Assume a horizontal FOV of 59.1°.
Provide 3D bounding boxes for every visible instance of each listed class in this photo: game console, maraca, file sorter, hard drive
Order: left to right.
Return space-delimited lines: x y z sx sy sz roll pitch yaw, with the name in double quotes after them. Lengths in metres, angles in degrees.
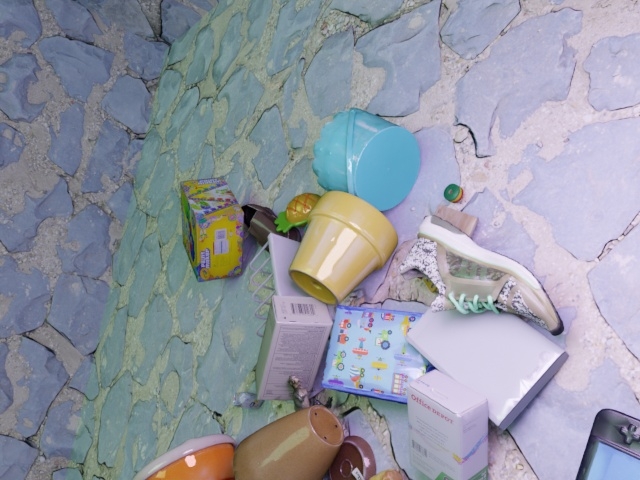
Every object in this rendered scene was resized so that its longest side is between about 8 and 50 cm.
-0.102 0.154 1.746 0.173 0.193 0.277 -46 39 33 "file sorter"
-0.073 -0.093 1.894 0.186 0.099 0.127 -31 38 10 "maraca"
0.351 0.233 1.242 0.203 0.040 0.307 -49 42 0 "hard drive"
0.497 0.442 0.904 0.250 0.173 0.293 16 85 52 "game console"

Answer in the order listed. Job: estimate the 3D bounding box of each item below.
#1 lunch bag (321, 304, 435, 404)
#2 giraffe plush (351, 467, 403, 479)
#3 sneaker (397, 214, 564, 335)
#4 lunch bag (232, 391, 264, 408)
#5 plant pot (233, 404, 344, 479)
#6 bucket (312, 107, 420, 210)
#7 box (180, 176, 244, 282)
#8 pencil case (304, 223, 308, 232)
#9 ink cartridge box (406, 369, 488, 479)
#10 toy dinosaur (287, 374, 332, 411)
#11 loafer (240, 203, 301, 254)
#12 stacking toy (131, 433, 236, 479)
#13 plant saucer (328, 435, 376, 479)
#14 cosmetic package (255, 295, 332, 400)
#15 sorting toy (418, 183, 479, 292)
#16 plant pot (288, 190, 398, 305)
0.170 0.290 1.430 0.293 0.138 0.220 -2 69 41 "lunch bag"
0.094 0.609 1.296 0.210 0.170 0.181 27 94 42 "giraffe plush"
0.330 0.111 1.227 0.182 0.158 0.410 -49 45 -4 "sneaker"
-0.236 0.523 1.844 0.083 0.071 0.053 -24 54 42 "lunch bag"
-0.060 0.556 1.484 0.254 0.237 0.237 -47 43 24 "plant pot"
0.133 -0.222 1.593 0.183 0.281 0.281 31 98 48 "bucket"
-0.418 -0.046 2.158 0.279 0.177 0.289 -126 34 -48 "box"
0.000 0.000 1.808 0.064 0.070 0.151 90 162 -45 "pencil case"
0.268 0.406 1.192 0.154 0.093 0.212 20 123 53 "ink cartridge box"
-0.027 0.485 1.586 0.118 0.064 0.268 4 113 22 "toy dinosaur"
-0.197 -0.031 2.008 0.366 0.130 0.133 35 102 52 "loafer"
-0.336 0.862 1.679 0.350 0.351 0.479 -46 60 27 "stacking toy"
0.075 0.595 1.467 0.168 0.029 0.168 -24 56 42 "plant saucer"
-0.082 0.308 1.590 0.113 0.160 0.309 -106 27 -52 "cosmetic package"
0.326 -0.001 1.424 0.132 0.046 0.274 28 95 52 "sorting toy"
0.046 0.035 1.524 0.254 0.254 0.239 5 54 52 "plant pot"
